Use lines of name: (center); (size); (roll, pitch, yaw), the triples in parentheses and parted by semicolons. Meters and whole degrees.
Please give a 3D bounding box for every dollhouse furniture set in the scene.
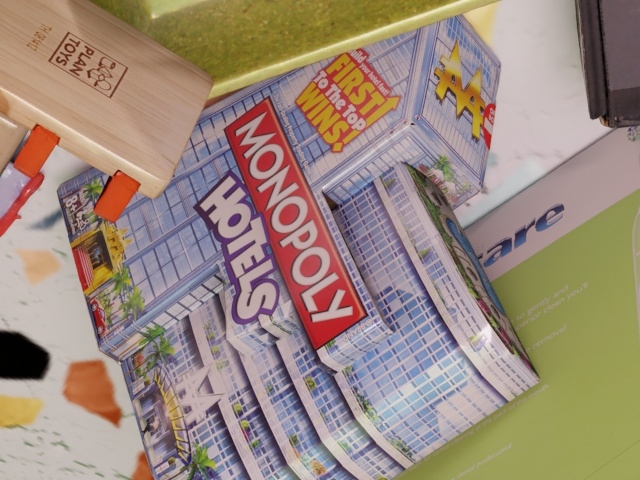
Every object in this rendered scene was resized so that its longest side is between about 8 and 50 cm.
dollhouse furniture set: (-0.164, 0.014, 0.519); (0.135, 0.262, 0.259); (32, 124, -12)

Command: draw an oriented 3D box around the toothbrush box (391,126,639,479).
toothbrush box: (0.115, 0.093, 0.563); (0.206, 0.283, 0.122); (-36, 116, 27)

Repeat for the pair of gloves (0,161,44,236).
pair of gloves: (-0.158, -0.087, 0.627); (0.159, 0.023, 0.198); (36, 123, -20)

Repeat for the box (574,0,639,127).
box: (0.221, -0.192, 0.478); (0.295, 0.073, 0.293); (-5, 126, 9)

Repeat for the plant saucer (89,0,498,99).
plant saucer: (-0.025, -0.156, 0.533); (0.188, 0.045, 0.188); (-18, 122, 7)

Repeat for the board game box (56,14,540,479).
board game box: (0.000, 0.000, 0.590); (0.194, 0.194, 0.060); (-37, 137, 13)
